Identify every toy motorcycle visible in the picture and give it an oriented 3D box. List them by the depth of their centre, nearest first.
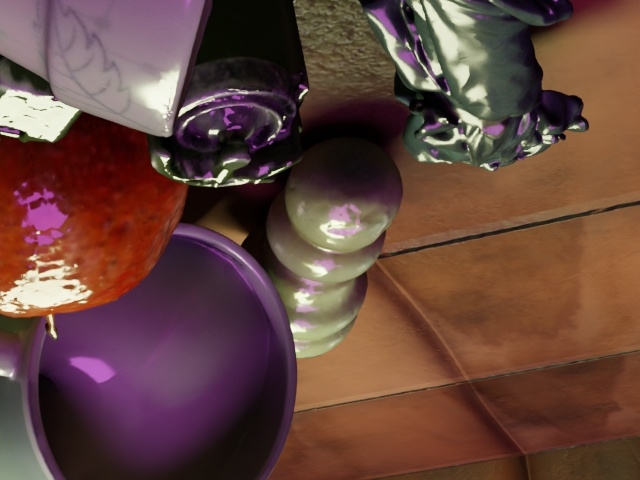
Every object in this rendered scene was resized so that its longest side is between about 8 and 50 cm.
[{"bbox_3d":[-0.130,-0.125,0.688,0.275,0.205,0.127,-2,158,-22],"label":"toy motorcycle"}]

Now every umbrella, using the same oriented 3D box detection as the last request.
[{"bbox_3d":[0.095,-0.151,0.809,0.143,0.094,0.349,-5,155,13],"label":"umbrella"}]

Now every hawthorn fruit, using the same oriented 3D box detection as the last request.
[{"bbox_3d":[-0.187,-0.024,0.843,0.207,0.207,0.243,-1,122,-11],"label":"hawthorn fruit"}]

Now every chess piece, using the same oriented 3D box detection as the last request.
[{"bbox_3d":[0.000,0.000,1.108,0.133,0.133,0.243,1,151,-16],"label":"chess piece"}]

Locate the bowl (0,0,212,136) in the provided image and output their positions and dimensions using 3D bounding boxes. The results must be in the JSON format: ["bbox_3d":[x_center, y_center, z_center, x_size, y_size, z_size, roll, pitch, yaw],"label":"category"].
[{"bbox_3d":[-0.084,-0.194,0.466,0.144,0.287,0.287,16,153,-6],"label":"bowl"}]

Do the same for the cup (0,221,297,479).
[{"bbox_3d":[-0.241,0.112,1.091,0.357,0.259,0.274,14,167,-36],"label":"cup"}]
